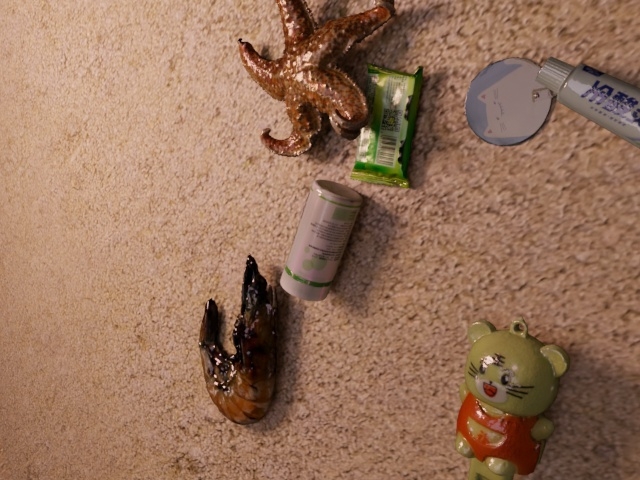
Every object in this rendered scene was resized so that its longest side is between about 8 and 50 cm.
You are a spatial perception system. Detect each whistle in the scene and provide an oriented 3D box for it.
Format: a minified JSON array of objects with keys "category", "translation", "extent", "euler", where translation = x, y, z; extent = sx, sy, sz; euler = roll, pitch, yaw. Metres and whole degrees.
[{"category":"whistle","translation":[0.239,0.236,0.683],"extent":[0.131,0.106,0.288],"euler":[18,107,40]}]

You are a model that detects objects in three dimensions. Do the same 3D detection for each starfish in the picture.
[{"category":"starfish","translation":[-0.023,-0.279,0.789],"extent":[0.312,0.113,0.303],"euler":[-16,89,45]}]

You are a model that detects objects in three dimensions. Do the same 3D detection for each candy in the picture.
[{"category":"candy","translation":[0.099,-0.172,0.771],"extent":[0.102,0.032,0.178],"euler":[17,107,36]}]

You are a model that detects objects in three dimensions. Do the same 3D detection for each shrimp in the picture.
[{"category":"shrimp","translation":[-0.172,0.190,1.005],"extent":[0.233,0.071,0.364],"euler":[19,113,38]}]

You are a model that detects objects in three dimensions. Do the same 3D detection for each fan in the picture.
[{"category":"fan","translation":[0.270,-0.184,0.660],"extent":[0.175,0.005,0.113],"euler":[-5,95,37]}]

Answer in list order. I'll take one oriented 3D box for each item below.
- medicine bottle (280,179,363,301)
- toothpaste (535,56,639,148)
[{"category":"medicine bottle","translation":[0.000,0.000,0.835],"extent":[0.086,0.086,0.183],"euler":[32,114,28]},{"category":"toothpaste","translation":[0.377,-0.121,0.568],"extent":[0.297,0.048,0.074],"euler":[38,116,20]}]
